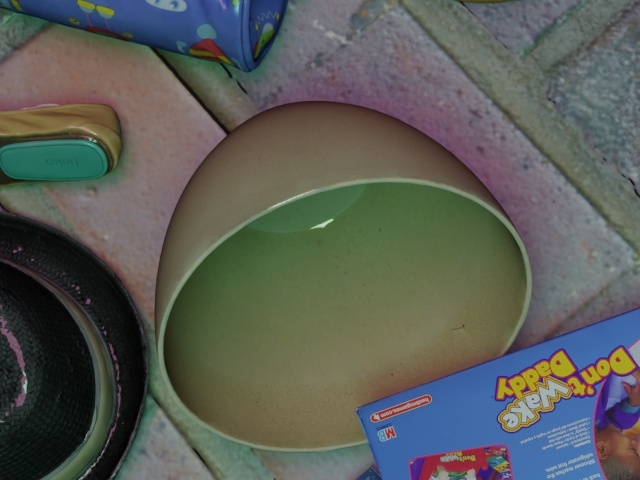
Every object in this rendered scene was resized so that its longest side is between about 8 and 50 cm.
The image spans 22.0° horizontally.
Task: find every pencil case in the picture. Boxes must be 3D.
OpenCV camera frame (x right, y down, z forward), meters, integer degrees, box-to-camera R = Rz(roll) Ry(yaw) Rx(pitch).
[{"bbox_3d":[-0.173,-0.242,1.442,0.306,0.119,0.133,15,99,13],"label":"pencil case"}]

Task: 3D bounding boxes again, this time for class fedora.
[{"bbox_3d":[-0.313,0.098,1.337,0.334,0.152,0.334,-3,72,8],"label":"fedora"}]

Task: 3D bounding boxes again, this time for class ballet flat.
[{"bbox_3d":[-0.285,-0.084,1.446,0.232,0.080,0.073,0,44,6],"label":"ballet flat"}]

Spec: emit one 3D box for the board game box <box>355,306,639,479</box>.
[{"bbox_3d":[0.228,0.181,1.221,0.347,0.078,0.233,-19,63,0],"label":"board game box"}]

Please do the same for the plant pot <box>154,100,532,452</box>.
[{"bbox_3d":[0.000,0.000,1.282,0.284,0.284,0.191,-20,45,2],"label":"plant pot"}]

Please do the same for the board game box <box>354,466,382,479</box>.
[{"bbox_3d":[0.059,0.288,1.258,0.136,0.035,0.201,-38,69,-27],"label":"board game box"}]

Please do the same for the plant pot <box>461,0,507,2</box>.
[{"bbox_3d":[0.139,-0.375,1.395,0.291,0.203,0.290,-3,72,9],"label":"plant pot"}]
